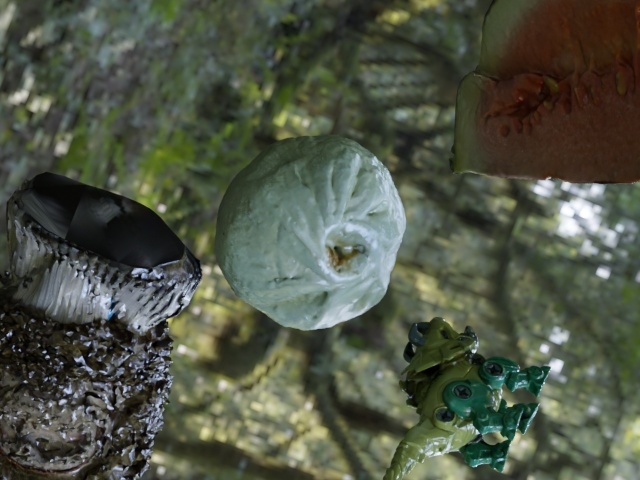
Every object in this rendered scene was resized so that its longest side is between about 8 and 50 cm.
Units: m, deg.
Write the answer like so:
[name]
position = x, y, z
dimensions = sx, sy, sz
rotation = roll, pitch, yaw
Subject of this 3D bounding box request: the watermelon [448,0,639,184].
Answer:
[watermelon]
position = 0.194, -0.134, 0.956
dimensions = 0.159, 0.128, 0.303
rotation = -50, -154, -23

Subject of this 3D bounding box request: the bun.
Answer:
[bun]
position = 0.000, 0.000, 1.415
dimensions = 0.118, 0.195, 0.195
rotation = 37, -73, 50

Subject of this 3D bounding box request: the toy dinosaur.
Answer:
[toy dinosaur]
position = 0.136, 0.176, 1.504
dimensions = 0.259, 0.153, 0.094
rotation = -62, 165, -48

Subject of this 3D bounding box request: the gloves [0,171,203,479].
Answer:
[gloves]
position = -0.215, 0.107, 1.323
dimensions = 0.135, 0.210, 0.312
rotation = -115, -134, -63
